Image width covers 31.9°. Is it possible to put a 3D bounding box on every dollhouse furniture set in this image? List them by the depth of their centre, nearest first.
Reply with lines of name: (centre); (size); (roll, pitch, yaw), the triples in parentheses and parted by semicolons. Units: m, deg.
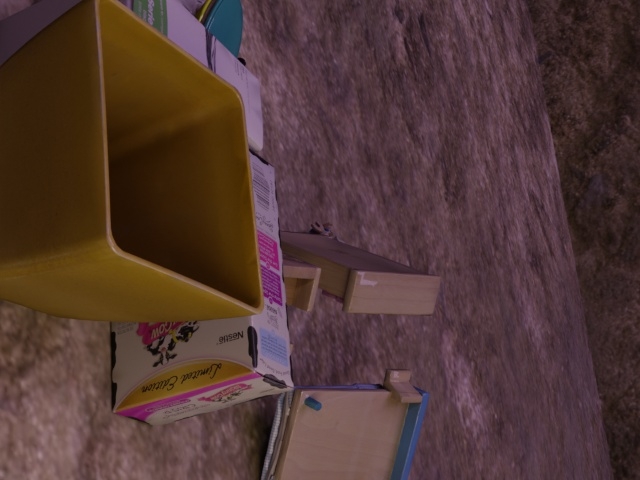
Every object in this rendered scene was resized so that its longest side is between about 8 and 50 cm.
dollhouse furniture set: (-0.042, 0.155, 1.271); (0.286, 0.198, 0.304); (6, 99, -43)

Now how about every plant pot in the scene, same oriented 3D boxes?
plant pot: (-0.186, -0.039, 0.915); (0.212, 0.187, 0.212); (30, 49, -57)

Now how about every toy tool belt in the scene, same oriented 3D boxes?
toy tool belt: (0.000, 0.000, 1.507); (0.051, 0.052, 0.083); (49, 6, 31)

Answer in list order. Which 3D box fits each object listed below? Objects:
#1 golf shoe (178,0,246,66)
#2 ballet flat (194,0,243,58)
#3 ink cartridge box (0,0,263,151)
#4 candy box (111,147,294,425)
golf shoe: (-0.153, -0.262, 1.287); (0.186, 0.086, 0.067); (61, 26, -22)
ballet flat: (-0.142, -0.169, 1.218); (0.077, 0.077, 0.231); (36, 56, -57)
ink cartridge box: (-0.174, -0.143, 1.053); (0.219, 0.160, 0.093); (39, 38, -52)
candy box: (-0.117, 0.042, 1.055); (0.071, 0.159, 0.234); (33, 44, -54)
